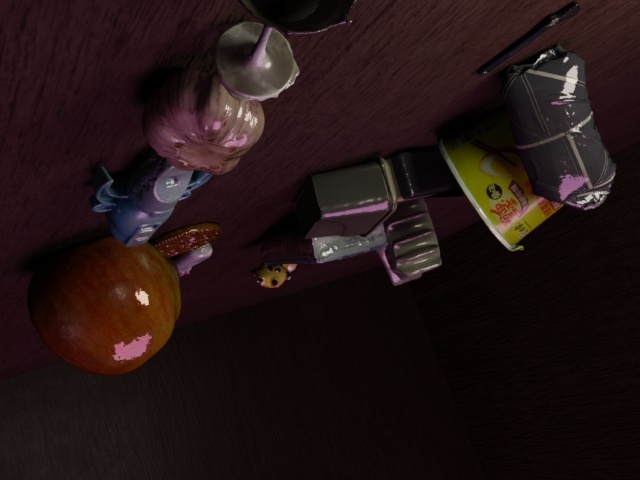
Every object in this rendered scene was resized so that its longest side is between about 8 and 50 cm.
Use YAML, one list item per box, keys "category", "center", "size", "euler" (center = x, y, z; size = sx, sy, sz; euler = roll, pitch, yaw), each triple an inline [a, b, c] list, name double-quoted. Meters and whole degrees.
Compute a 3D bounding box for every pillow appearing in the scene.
- category: "pillow"
  center: [0.447, -0.196, 1.268]
  size: [0.162, 0.335, 0.092]
  euler: [-18, -152, 20]

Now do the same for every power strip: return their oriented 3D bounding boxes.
- category: "power strip"
  center: [0.258, -0.159, 1.603]
  size: [0.257, 0.105, 0.070]
  euler: [-12, 176, -43]

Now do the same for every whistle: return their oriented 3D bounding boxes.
- category: "whistle"
  center: [-0.269, -0.067, 1.051]
  size: [0.186, 0.093, 0.274]
  euler: [-13, 165, -40]

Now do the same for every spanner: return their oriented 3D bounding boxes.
- category: "spanner"
  center: [0.334, -0.323, 1.098]
  size: [0.046, 0.012, 0.208]
  euler: [-15, 170, -36]

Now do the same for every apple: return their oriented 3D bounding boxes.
- category: "apple"
  center: [-0.421, 0.138, 1.355]
  size: [0.302, 0.301, 0.301]
  euler: [-20, 171, -3]

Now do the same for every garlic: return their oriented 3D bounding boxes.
- category: "garlic"
  center: [-0.141, -0.146, 0.816]
  size: [0.147, 0.102, 0.159]
  euler: [-7, 159, 0]

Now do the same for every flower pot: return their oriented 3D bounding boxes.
- category: "flower pot"
  center: [0.240, -0.005, 2.036]
  size: [0.165, 0.254, 0.367]
  euler: [-19, 173, -5]

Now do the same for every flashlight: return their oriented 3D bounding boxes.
- category: "flashlight"
  center: [-0.343, 0.054, 1.742]
  size: [0.093, 0.047, 0.200]
  euler: [-11, 168, -44]

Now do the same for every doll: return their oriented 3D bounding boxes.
- category: "doll"
  center: [-0.132, 0.075, 2.023]
  size: [0.117, 0.086, 0.291]
  euler: [12, -163, 4]

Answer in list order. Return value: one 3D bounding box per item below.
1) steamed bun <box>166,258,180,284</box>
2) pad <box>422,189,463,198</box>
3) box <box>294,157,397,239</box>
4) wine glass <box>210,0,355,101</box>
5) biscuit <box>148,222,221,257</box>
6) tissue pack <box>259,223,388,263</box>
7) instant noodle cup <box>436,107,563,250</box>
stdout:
- category: "steamed bun"
  center: [-0.413, 0.103, 1.645]
  size: [0.145, 0.106, 0.175]
  euler: [-13, 174, -12]
- category: "pad"
  center: [0.273, -0.124, 1.752]
  size: [0.202, 0.005, 0.300]
  euler: [-1, -170, 15]
- category: "box"
  center: [0.048, -0.086, 1.551]
  size: [0.178, 0.138, 0.274]
  euler: [-11, 167, -15]
- category: "wine glass"
  center: [-0.046, -0.204, 0.638]
  size: [0.122, 0.122, 0.183]
  euler: [-17, 172, -19]
- category: "biscuit"
  center: [-0.319, 0.005, 1.563]
  size: [0.188, 0.027, 0.188]
  euler: [-21, 172, -3]
- category: "tissue pack"
  center: [0.000, 0.000, 1.823]
  size: [0.228, 0.103, 0.316]
  euler: [-15, -175, -29]
- category: "instant noodle cup"
  center: [0.432, -0.157, 1.479]
  size: [0.221, 0.311, 0.311]
  euler: [-34, 167, 20]
